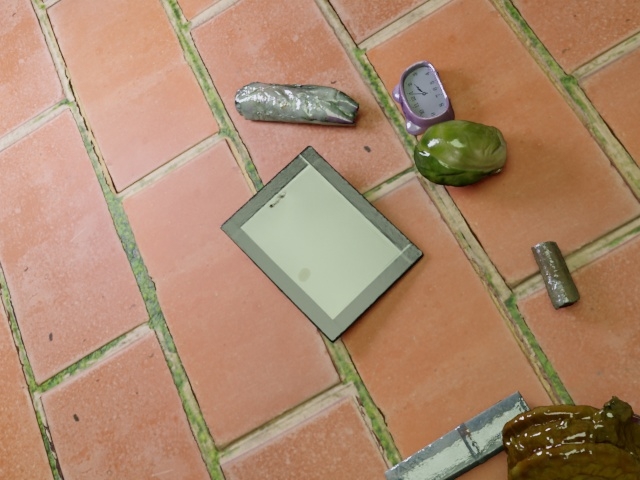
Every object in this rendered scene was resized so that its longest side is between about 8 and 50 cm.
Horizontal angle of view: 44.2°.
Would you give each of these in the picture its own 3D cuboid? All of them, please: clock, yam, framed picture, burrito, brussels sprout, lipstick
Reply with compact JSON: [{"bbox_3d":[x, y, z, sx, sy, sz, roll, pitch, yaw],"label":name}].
[{"bbox_3d":[0.214,-0.303,1.676,0.110,0.050,0.153,-23,66,10],"label":"clock"},{"bbox_3d":[0.439,0.064,1.472,0.054,0.054,0.132,-21,65,11],"label":"yam"},{"bbox_3d":[0.000,0.000,1.615,0.265,0.016,0.347,-44,75,-7],"label":"framed picture"},{"bbox_3d":[-0.053,-0.308,1.761,0.309,0.066,0.096,9,80,22],"label":"burrito"},{"bbox_3d":[0.275,-0.174,1.567,0.183,0.145,0.131,7,101,26],"label":"brussels sprout"},{"bbox_3d":[0.252,0.377,1.412,0.289,0.077,0.076,-34,65,6],"label":"lipstick"}]

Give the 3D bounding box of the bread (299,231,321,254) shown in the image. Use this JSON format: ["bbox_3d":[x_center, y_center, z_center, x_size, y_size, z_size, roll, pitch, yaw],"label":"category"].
[{"bbox_3d":[-0.027,0.015,1.649,0.136,0.054,0.154,23,82,21],"label":"bread"}]

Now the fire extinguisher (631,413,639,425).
[{"bbox_3d":[0.570,0.331,1.343,0.132,0.039,0.056,17,87,23],"label":"fire extinguisher"}]

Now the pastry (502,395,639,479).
[{"bbox_3d":[0.416,0.369,1.274,0.235,0.240,0.132,-18,44,30],"label":"pastry"}]
